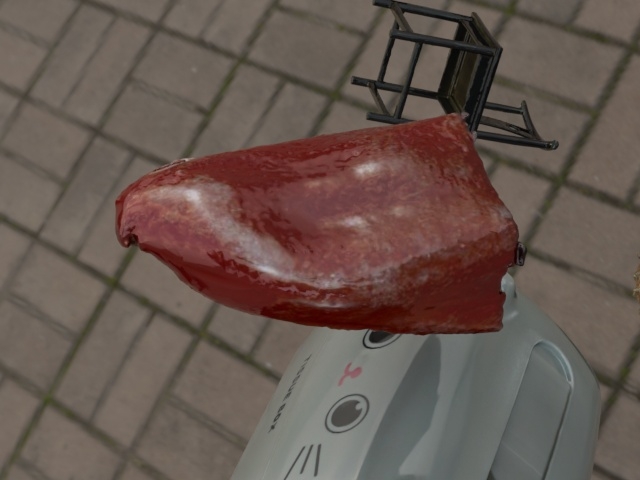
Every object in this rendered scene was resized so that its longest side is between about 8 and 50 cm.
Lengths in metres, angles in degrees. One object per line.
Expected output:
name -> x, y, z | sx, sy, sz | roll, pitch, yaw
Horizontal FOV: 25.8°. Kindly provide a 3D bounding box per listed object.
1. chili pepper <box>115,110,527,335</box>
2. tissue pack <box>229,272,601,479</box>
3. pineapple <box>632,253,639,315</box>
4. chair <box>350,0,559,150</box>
chili pepper -> 0.000, 0.000, 0.861 | 0.136, 0.253, 0.144 | -12, 85, 64
tissue pack -> 0.072, 0.176, 1.025 | 0.236, 0.229, 0.333 | -34, 21, 47
pineapple -> 0.432, 0.062, 1.575 | 0.169, 0.340, 0.169 | 1, 94, 15
chair -> 0.188, -0.213, 1.830 | 0.154, 0.260, 0.141 | -106, 28, -60
